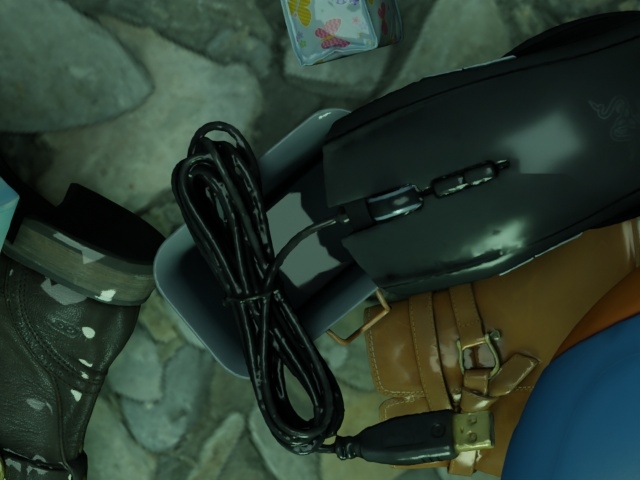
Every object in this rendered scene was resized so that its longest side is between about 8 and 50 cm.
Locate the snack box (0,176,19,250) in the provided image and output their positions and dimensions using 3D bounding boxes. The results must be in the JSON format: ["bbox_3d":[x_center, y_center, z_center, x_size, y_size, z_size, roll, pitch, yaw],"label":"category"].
[{"bbox_3d":[-0.299,-0.042,0.959,0.322,0.060,0.187,41,128,20],"label":"snack box"}]

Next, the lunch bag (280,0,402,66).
[{"bbox_3d":[0.008,-0.133,0.943,0.053,0.071,0.083,-14,94,16],"label":"lunch bag"}]

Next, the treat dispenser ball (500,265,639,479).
[{"bbox_3d":[0.217,0.127,0.789,0.288,0.288,0.288,2,99,12],"label":"treat dispenser ball"}]

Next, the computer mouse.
[{"bbox_3d":[0.067,0.009,0.865,0.262,0.060,0.184,-15,95,13],"label":"computer mouse"}]

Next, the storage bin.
[{"bbox_3d":[0.000,0.000,0.955,0.135,0.091,0.098,-40,89,16],"label":"storage bin"}]

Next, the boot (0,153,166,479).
[{"bbox_3d":[-0.215,0.057,1.018,0.263,0.091,0.229,29,111,14],"label":"boot"}]

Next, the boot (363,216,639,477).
[{"bbox_3d":[0.096,0.029,0.950,0.152,0.073,0.197,-2,95,17],"label":"boot"}]
